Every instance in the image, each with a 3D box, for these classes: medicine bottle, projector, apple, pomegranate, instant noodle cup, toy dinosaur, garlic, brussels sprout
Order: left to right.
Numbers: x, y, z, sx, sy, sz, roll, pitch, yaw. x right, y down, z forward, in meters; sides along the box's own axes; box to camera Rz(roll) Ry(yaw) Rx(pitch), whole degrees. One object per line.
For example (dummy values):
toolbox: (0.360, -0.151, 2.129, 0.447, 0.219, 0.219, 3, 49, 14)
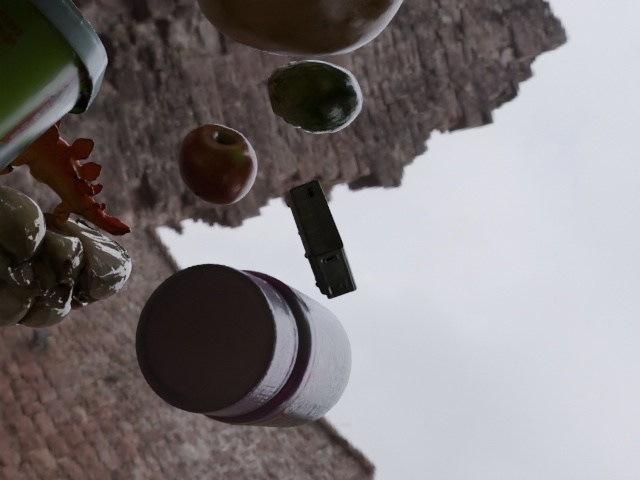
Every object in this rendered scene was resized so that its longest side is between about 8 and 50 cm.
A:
instant noodle cup: (-0.399, -0.130, 0.837, 0.294, 0.308, 0.294, 34, -18, 13)
garlic: (-0.408, 0.042, 1.257, 0.184, 0.281, 0.203, -55, -136, 1)
toy dinosaur: (-0.347, -0.108, 1.155, 0.288, 0.070, 0.117, 41, -54, -11)
apple: (-0.204, -0.148, 1.812, 0.163, 0.163, 0.139, 50, -45, 33)
medicine bottle: (-0.097, 0.160, 1.337, 0.219, 0.219, 0.388, 62, 7, 18)
pomegranate: (-0.024, -0.357, 1.094, 0.307, 0.307, 0.307, 32, -50, 47)
brussels sprout: (-0.008, -0.230, 1.466, 0.155, 0.155, 0.117, 12, -69, 55)
projector: (0.000, 0.000, 1.389, 0.115, 0.061, 0.147, 69, 1, -48)
